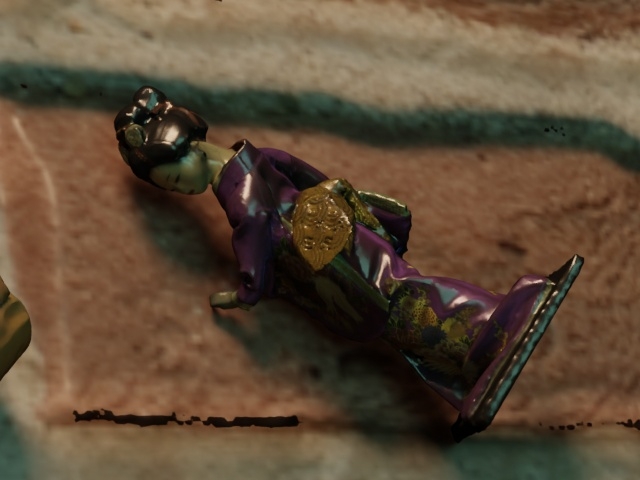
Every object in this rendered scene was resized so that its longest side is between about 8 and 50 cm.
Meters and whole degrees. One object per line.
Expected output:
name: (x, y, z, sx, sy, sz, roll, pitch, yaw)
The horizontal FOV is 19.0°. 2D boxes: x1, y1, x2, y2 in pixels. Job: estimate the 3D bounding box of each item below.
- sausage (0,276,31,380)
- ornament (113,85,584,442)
sausage: (-0.191, 0.121, 0.626, 0.066, 0.066, 0.301, 36, 50, -9)
ornament: (-0.002, 0.009, 0.798, 0.203, 0.088, 0.081, 25, 78, -2)
